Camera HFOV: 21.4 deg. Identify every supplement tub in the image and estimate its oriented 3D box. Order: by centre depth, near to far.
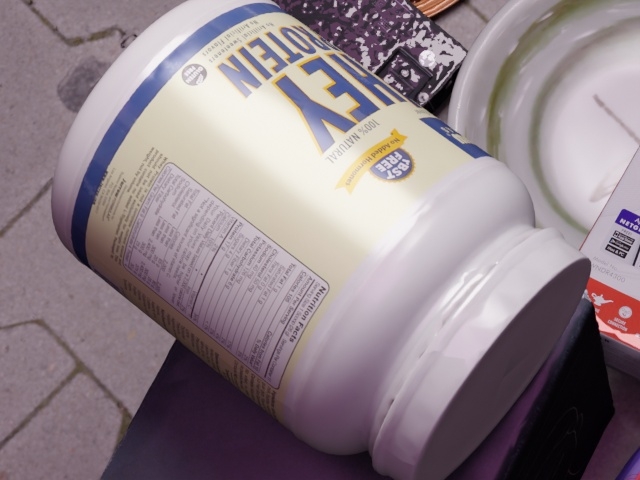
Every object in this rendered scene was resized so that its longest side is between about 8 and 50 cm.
[{"bbox_3d":[0.000,0.000,1.182,0.325,0.235,0.235,37,84,18],"label":"supplement tub"}]

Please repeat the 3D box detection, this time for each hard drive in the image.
[{"bbox_3d":[-0.035,-0.138,1.789,0.237,0.064,0.339,41,90,13],"label":"hard drive"}]

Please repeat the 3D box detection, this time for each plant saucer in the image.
[{"bbox_3d":[0.329,-0.097,1.708,0.400,0.100,0.400,-2,74,8],"label":"plant saucer"}]

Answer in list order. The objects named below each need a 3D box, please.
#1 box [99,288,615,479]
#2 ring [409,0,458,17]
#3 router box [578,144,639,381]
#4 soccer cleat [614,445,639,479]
[{"bbox_3d":[0.023,0.249,1.478,0.297,0.472,0.480,26,80,16],"label":"box"},{"bbox_3d":[0.053,-0.382,1.875,0.336,0.032,0.337,-2,76,10],"label":"ring"},{"bbox_3d":[0.421,0.023,1.532,0.335,0.082,0.301,25,72,19],"label":"router box"},{"bbox_3d":[0.285,0.295,1.603,0.108,0.116,0.318,35,83,17],"label":"soccer cleat"}]
